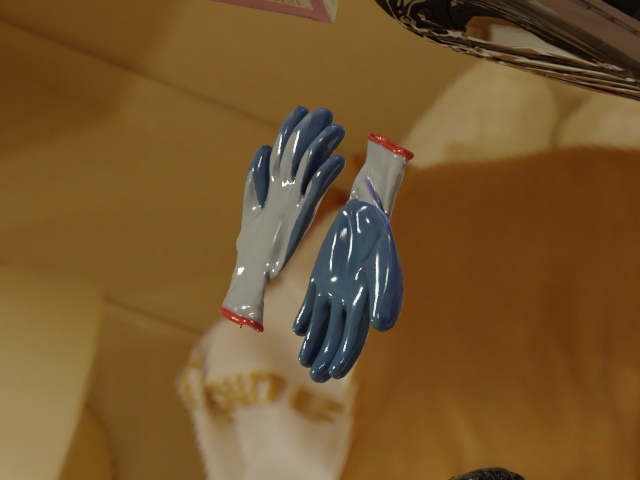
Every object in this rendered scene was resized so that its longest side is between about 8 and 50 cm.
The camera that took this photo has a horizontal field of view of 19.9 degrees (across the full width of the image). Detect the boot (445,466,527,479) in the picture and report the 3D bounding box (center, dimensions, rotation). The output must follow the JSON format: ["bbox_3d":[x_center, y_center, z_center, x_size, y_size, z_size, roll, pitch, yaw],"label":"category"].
[{"bbox_3d":[0.013,0.323,1.451,0.260,0.131,0.348,-13,37,54],"label":"boot"}]

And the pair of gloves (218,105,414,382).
[{"bbox_3d":[0.000,0.000,1.156,0.198,0.023,0.159,26,99,55],"label":"pair of gloves"}]

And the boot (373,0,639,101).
[{"bbox_3d":[0.184,-0.206,0.867,0.138,0.377,0.284,19,98,45],"label":"boot"}]

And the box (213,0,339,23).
[{"bbox_3d":[-0.074,-0.294,1.265,0.117,0.213,0.243,46,-124,-83],"label":"box"}]
